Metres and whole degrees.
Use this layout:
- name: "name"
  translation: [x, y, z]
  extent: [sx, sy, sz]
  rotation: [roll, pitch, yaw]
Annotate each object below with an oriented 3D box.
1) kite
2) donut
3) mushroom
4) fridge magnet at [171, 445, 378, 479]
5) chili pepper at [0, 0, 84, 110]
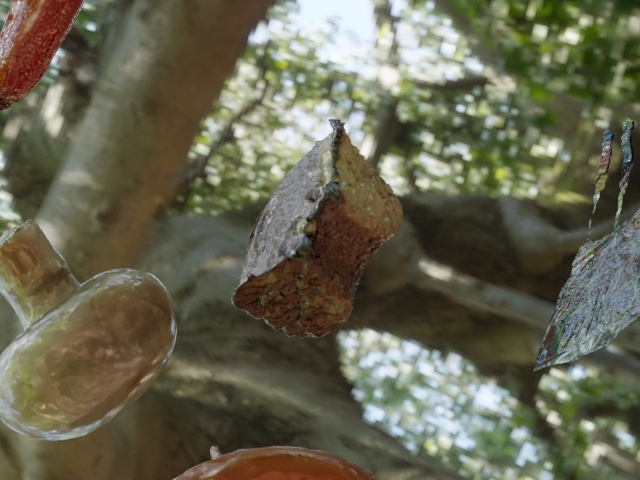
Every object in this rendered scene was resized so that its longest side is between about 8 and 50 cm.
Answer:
- name: "kite"
  translation: [0.260, -0.015, 1.470]
  extent: [0.015, 0.152, 0.285]
  rotation: [32, -128, -19]
- name: "donut"
  translation: [0.000, -0.006, 1.756]
  extent: [0.126, 0.144, 0.186]
  rotation: [38, -139, -21]
- name: "mushroom"
  translation: [-0.253, 0.098, 1.643]
  extent: [0.209, 0.206, 0.206]
  rotation: [25, -93, -8]
- name: "fridge magnet"
  translation: [-0.059, 0.387, 1.779]
  extent: [0.363, 0.155, 0.364]
  rotation: [-3, -78, -15]
- name: "chili pepper"
  translation: [-0.249, -0.186, 1.459]
  extent: [0.065, 0.088, 0.169]
  rotation: [27, -111, -20]
